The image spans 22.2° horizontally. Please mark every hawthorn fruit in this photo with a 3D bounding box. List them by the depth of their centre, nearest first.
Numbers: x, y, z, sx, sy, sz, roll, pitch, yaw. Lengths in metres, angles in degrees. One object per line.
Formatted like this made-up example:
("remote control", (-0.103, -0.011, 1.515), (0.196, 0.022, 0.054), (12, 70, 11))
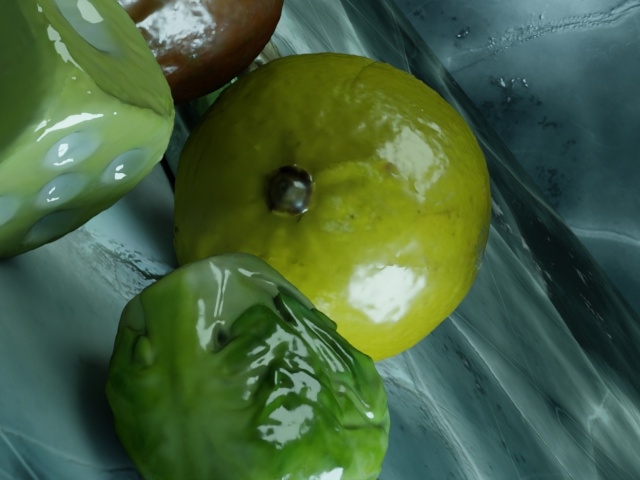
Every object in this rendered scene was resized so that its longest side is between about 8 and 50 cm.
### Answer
("hawthorn fruit", (-0.190, -0.232, 1.374), (0.298, 0.277, 0.277), (-31, 84, -39))

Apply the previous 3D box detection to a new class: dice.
("dice", (-0.217, -0.099, 1.118), (0.166, 0.169, 0.169), (58, 16, 19))

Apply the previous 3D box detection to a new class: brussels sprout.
("brussels sprout", (-0.056, 0.122, 1.161), (0.223, 0.161, 0.223), (25, 41, -24))

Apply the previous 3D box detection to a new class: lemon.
("lemon", (0.010, -0.026, 1.433), (0.297, 0.297, 0.297), (49, 16, -19))

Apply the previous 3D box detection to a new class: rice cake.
("rice cake", (-0.132, -0.097, 1.621), (0.085, 0.040, 0.226), (32, 25, -55))

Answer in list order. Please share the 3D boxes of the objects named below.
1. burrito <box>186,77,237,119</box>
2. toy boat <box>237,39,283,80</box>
("burrito", (-0.122, -0.184, 1.675), (0.104, 0.054, 0.288), (37, 20, -47))
("toy boat", (-0.083, -0.203, 1.971), (0.116, 0.061, 0.188), (41, 19, -35))
